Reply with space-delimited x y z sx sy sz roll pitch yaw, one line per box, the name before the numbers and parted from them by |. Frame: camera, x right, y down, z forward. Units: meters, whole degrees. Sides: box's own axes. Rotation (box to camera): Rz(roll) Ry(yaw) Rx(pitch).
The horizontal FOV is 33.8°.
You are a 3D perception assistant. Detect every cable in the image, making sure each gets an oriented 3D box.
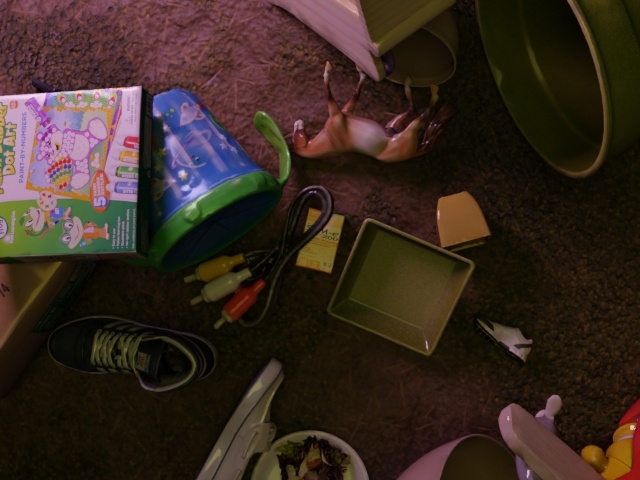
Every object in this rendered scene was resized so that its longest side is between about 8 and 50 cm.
cable | -0.081 0.036 1.693 0.287 0.072 0.139 -39 77 17

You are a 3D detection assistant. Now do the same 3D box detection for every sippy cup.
sippy cup | -0.213 -0.105 1.652 0.240 0.305 0.224 -39 78 30

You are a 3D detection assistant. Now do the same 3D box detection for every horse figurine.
horse figurine | 0.088 -0.189 1.695 0.263 0.066 0.175 10 114 -6

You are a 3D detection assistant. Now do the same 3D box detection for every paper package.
paper package | -0.557 0.049 1.677 0.309 0.168 0.325 35 92 5

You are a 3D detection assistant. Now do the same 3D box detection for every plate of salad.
plate of salad | -0.018 0.413 1.734 0.199 0.048 0.200 0 91 3

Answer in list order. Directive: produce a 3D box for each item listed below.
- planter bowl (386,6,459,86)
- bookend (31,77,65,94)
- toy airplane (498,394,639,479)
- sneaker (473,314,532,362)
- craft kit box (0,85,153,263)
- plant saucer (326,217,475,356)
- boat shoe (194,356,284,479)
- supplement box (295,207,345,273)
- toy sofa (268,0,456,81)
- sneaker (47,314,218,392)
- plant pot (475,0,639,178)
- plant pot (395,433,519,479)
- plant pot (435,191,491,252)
planter bowl | 0.150 -0.335 1.667 0.162 0.162 0.109 19 66 1
bookend | -0.409 -0.153 1.677 0.072 0.157 0.156 27 92 42
toy airplane | 0.457 0.417 1.608 0.384 0.272 0.386 -4 76 -29
sneaker | 0.299 0.153 1.726 0.109 0.040 0.044 37 76 -3
craft kit box | -0.372 -0.094 1.542 0.246 0.061 0.250 -3 78 13
plant saucer | 0.129 0.069 1.698 0.188 0.045 0.188 23 116 1
boat shoe | -0.114 0.312 1.722 0.084 0.095 0.258 30 103 -3
supplement box | 0.000 0.000 1.729 0.062 0.036 0.099 13 92 2
toy sofa | 0.032 -0.410 1.590 0.150 0.177 0.362 -37 50 -12
sneaker | -0.313 0.180 1.686 0.282 0.153 0.099 6 92 3
plant pot | 0.474 -0.326 1.572 0.352 0.366 0.367 -23 90 -9
plant pot | 0.191 0.459 1.641 0.191 0.284 0.284 -21 91 37
plant pot | 0.223 -0.031 1.702 0.081 0.081 0.083 -16 80 2
